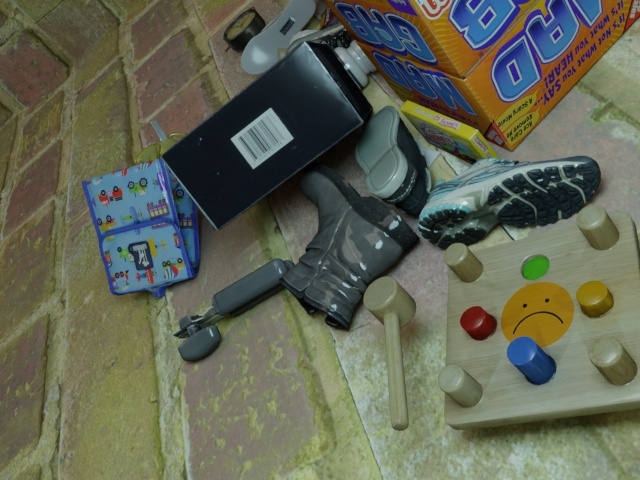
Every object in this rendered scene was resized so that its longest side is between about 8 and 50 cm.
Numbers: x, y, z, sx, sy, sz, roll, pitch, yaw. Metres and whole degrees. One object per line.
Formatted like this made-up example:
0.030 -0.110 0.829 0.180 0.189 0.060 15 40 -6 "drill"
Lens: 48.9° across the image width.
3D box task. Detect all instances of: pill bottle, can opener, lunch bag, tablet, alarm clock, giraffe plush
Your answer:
0.043 -0.363 1.561 0.180 0.108 0.108 -39 37 9 "pill bottle"
-0.160 0.138 1.339 0.283 0.076 0.095 -31 71 20 "can opener"
-0.389 -0.014 1.593 0.221 0.138 0.293 -13 83 19 "lunch bag"
0.181 -0.152 1.310 0.054 0.006 0.083 -52 37 -8 "tablet"
-0.224 -0.644 2.128 0.129 0.064 0.192 -20 46 32 "alarm clock"
-0.413 -0.172 1.801 0.170 0.181 0.210 -41 63 49 "giraffe plush"

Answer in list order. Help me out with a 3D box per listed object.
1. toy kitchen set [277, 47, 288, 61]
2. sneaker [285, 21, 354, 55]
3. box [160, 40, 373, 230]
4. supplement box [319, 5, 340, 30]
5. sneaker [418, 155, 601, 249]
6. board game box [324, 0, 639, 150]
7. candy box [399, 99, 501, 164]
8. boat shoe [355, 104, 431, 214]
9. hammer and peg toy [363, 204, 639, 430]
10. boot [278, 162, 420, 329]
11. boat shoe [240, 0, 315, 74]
-0.066 -0.461 1.833 0.083 0.075 0.068 -2 5 4 "toy kitchen set"
0.043 -0.450 1.614 0.271 0.100 0.108 -13 28 24 "sneaker"
-0.090 -0.215 1.387 0.343 0.179 0.312 -35 7 14 "box"
0.075 -0.560 1.678 0.188 0.081 0.104 -49 27 45 "supplement box"
0.277 -0.088 1.070 0.283 0.110 0.122 -16 42 34 "sneaker"
0.260 -0.442 1.207 0.356 0.356 0.356 -47 36 0 "board game box"
0.224 -0.177 1.206 0.027 0.105 0.206 -47 36 -1 "candy box"
0.132 -0.144 1.271 0.114 0.091 0.302 -43 25 28 "boat shoe"
0.231 0.120 0.902 0.361 0.127 0.266 -19 46 33 "hammer and peg toy"
0.000 0.000 1.253 0.222 0.118 0.338 -49 34 -2 "boot"
-0.117 -0.557 1.923 0.267 0.096 0.088 -53 8 0 "boat shoe"
